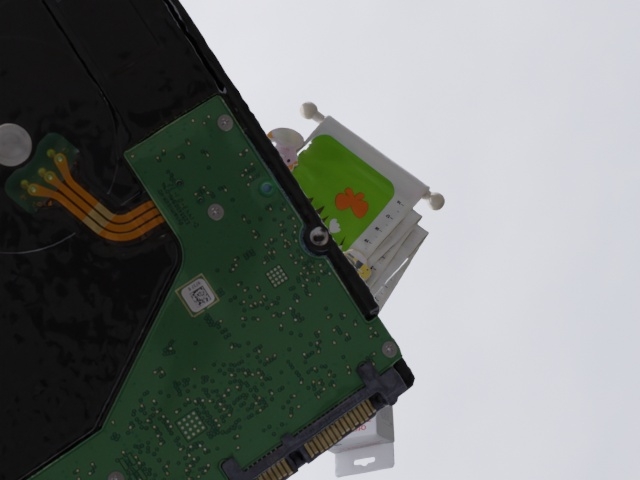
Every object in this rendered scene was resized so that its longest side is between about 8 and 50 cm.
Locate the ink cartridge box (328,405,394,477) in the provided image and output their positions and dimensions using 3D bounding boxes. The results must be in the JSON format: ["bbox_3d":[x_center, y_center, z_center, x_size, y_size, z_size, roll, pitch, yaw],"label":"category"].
[{"bbox_3d":[0.023,0.115,1.202,0.028,0.048,0.083,34,-133,-55],"label":"ink cartridge box"}]

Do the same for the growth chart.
[{"bbox_3d":[0.000,0.000,1.453,0.237,0.172,0.021,-61,1,-34],"label":"growth chart"}]

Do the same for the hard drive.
[{"bbox_3d":[-0.134,-0.002,0.910,0.237,0.339,0.064,-35,3,-15],"label":"hard drive"}]
